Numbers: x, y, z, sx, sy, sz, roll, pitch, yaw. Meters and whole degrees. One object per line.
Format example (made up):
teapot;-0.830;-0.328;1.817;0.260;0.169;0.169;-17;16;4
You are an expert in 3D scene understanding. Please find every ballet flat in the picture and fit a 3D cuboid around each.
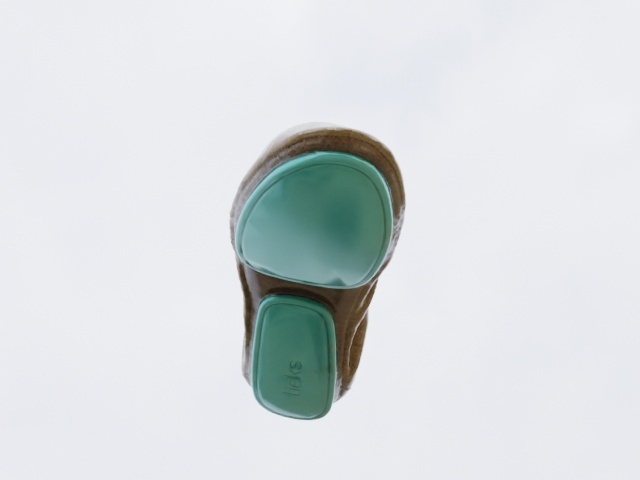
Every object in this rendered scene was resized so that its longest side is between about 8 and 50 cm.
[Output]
ballet flat;0.000;0.000;0.912;0.116;0.124;0.342;10;-36;5
